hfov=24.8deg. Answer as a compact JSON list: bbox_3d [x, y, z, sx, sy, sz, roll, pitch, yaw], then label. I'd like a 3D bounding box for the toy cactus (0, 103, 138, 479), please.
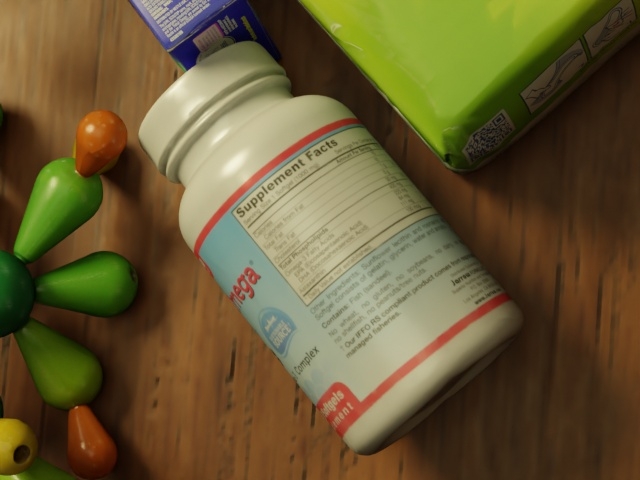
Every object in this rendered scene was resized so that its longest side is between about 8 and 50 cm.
[{"bbox_3d":[-0.152,0.023,0.580,0.180,0.112,0.219,-3,69,-29],"label":"toy cactus"}]

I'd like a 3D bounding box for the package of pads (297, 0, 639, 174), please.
[{"bbox_3d":[0.047,-0.206,0.597,0.229,0.101,0.296,-41,79,5],"label":"package of pads"}]

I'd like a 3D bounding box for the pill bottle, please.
[{"bbox_3d":[0.000,0.000,0.586,0.087,0.087,0.160,-41,78,3],"label":"pill bottle"}]

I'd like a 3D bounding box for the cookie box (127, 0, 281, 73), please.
[{"bbox_3d":[-0.069,-0.118,0.611,0.040,0.092,0.107,-37,78,1],"label":"cookie box"}]
